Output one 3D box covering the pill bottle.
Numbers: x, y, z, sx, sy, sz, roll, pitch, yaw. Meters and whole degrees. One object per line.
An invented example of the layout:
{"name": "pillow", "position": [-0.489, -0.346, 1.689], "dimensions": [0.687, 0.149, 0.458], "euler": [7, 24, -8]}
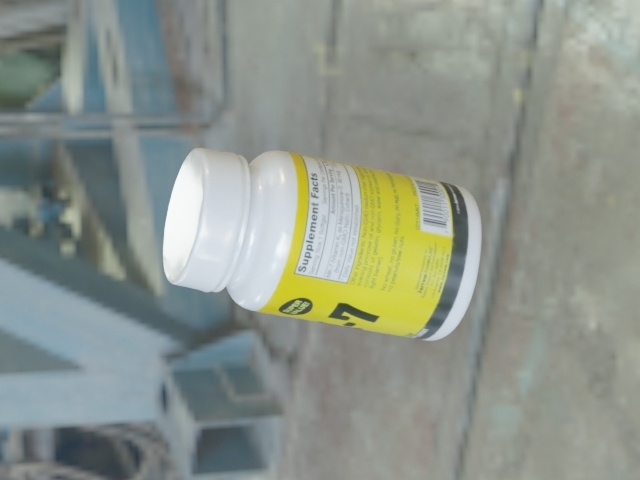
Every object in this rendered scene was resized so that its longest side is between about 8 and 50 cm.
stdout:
{"name": "pill bottle", "position": [0.000, 0.000, 1.420], "dimensions": [0.119, 0.208, 0.119], "euler": [-169, 90, -72]}
